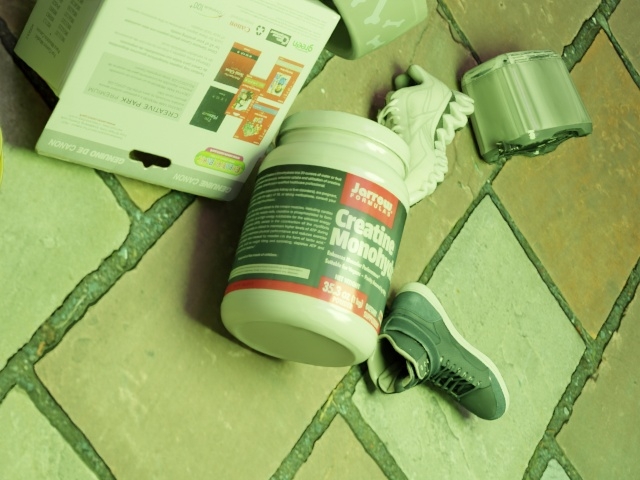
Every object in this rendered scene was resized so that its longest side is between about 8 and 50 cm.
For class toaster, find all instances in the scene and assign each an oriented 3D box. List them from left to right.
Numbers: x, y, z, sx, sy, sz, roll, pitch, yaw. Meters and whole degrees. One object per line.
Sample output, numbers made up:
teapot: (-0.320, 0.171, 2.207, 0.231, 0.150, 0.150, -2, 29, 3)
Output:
toaster: (0.307, -0.205, 2.315, 0.227, 0.129, 0.146, -12, 80, -46)

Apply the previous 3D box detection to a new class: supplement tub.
supplement tub: (0.000, 0.000, 1.825, 0.191, 0.191, 0.272, 30, 65, -36)

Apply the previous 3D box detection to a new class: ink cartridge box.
ink cartridge box: (-0.179, -0.212, 1.755, 0.309, 0.271, 0.130, 15, 21, -43)

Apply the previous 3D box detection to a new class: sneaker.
sneaker: (0.121, -0.139, 2.114, 0.118, 0.110, 0.292, 44, 39, -16)
sneaker: (0.153, 0.184, 2.011, 0.226, 0.086, 0.163, 49, 33, -8)

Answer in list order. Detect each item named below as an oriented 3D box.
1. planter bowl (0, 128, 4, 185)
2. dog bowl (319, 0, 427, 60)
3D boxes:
planter bowl: (-0.395, -0.103, 1.548, 0.217, 0.090, 0.217, 21, 60, -41)
dog bowl: (-0.018, -0.374, 1.902, 0.102, 0.349, 0.348, -42, 110, -7)
